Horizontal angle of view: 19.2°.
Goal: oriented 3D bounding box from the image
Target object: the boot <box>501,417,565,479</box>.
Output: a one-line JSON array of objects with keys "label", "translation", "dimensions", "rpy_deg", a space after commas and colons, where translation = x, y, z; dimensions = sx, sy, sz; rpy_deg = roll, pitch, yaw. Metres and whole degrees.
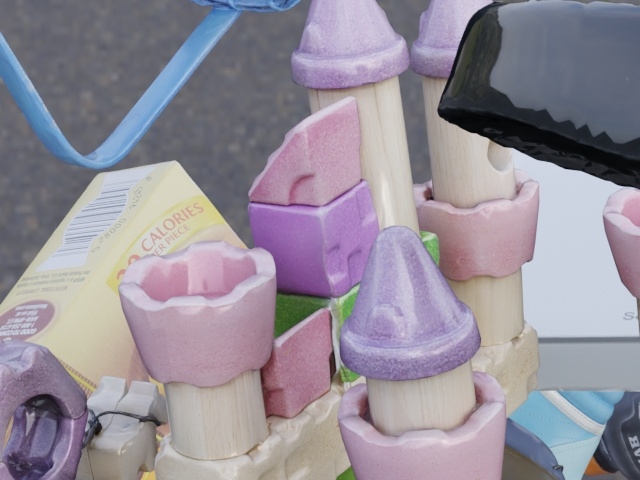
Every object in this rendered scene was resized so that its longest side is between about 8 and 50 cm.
[{"label": "boot", "translation": [0.155, 0.185, 1.256], "dimensions": [0.219, 0.082, 0.106], "rpy_deg": [27, 61, 0]}]

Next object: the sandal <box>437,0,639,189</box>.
[{"label": "sandal", "translation": [0.165, 0.010, 0.464], "dimensions": [0.167, 0.107, 0.446], "rpy_deg": [17, 0, -21]}]

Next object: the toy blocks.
[{"label": "toy blocks", "translation": [0.000, 0.000, 0.868], "dimensions": [0.309, 0.260, 0.288], "rpy_deg": [7, 26, 36]}]

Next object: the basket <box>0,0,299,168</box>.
[{"label": "basket", "translation": [-0.112, -0.218, 1.122], "dimensions": [0.201, 0.255, 0.289], "rpy_deg": [10, 50, 44]}]

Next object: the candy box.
[{"label": "candy box", "translation": [-0.140, 0.125, 1.174], "dimensions": [0.087, 0.183, 0.316], "rpy_deg": [-7, 41, 46]}]

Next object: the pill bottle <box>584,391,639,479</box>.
[{"label": "pill bottle", "translation": [0.343, 0.153, 1.723], "dimensions": [0.245, 0.130, 0.130], "rpy_deg": [-16, 16, 35]}]

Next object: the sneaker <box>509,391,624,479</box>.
[{"label": "sneaker", "translation": [0.114, 0.083, 1.568], "dimensions": [0.319, 0.208, 0.127], "rpy_deg": [25, 15, -19]}]

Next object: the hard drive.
[{"label": "hard drive", "translation": [0.228, -0.021, 1.321], "dimensions": [0.233, 0.047, 0.353], "rpy_deg": [-2, 34, 22]}]
